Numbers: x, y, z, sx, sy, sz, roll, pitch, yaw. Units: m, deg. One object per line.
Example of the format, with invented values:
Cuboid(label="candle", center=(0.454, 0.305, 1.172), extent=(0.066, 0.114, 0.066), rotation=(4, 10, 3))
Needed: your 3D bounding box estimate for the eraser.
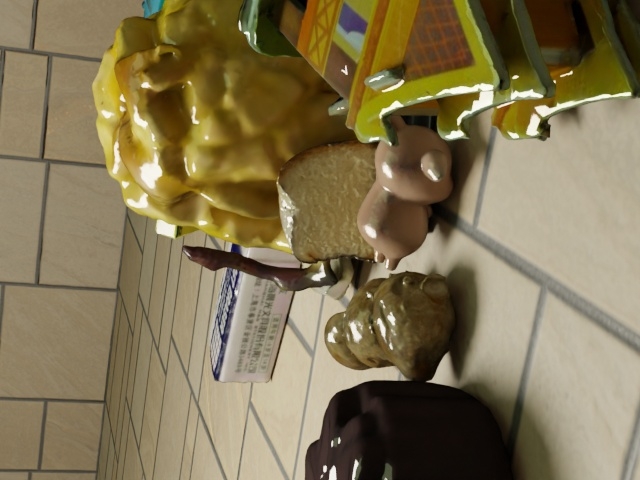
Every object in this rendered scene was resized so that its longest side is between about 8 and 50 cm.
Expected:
Cuboid(label="eraser", center=(-0.093, 0.057, 1.509), extent=(0.130, 0.086, 0.287), rotation=(-110, 30, -55))

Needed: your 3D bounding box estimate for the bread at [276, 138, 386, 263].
Cuboid(label="bread", center=(0.021, -0.039, 1.050), extent=(0.044, 0.129, 0.126), rotation=(-126, 31, -74))

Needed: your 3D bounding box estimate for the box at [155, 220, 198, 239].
Cuboid(label="box", center=(-0.132, -0.107, 1.483), extent=(0.279, 0.041, 0.153), rotation=(-28, -47, -62))

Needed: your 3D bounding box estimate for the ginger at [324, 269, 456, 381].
Cuboid(label="ginger", center=(0.062, 0.084, 1.017), extent=(0.204, 0.080, 0.104), rotation=(160, 108, -69))

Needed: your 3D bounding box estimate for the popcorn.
Cuboid(label="popcorn", center=(-0.077, -0.121, 1.179), extent=(0.349, 0.349, 0.381), rotation=(157, 95, -71))

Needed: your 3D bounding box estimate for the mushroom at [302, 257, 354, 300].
Cuboid(label="mushroom", center=(0.000, 0.000, 1.268), extent=(0.084, 0.071, 0.209), rotation=(-41, 38, 15))

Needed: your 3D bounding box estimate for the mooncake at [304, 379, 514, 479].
Cuboid(label="mooncake", center=(0.056, 0.256, 0.897), extent=(0.283, 0.141, 0.283), rotation=(-173, 90, -75))

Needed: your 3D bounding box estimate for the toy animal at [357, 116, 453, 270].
Cuboid(label="toy animal", center=(0.078, -0.043, 0.985), extent=(0.089, 0.083, 0.150), rotation=(-52, -25, -64))

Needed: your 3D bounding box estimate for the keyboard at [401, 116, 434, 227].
Cuboid(label="keyboard", center=(0.093, -0.192, 1.078), extent=(0.103, 0.041, 0.381), rotation=(171, 96, -72))

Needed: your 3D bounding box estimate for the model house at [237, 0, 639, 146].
Cuboid(label="model house", center=(0.136, -0.229, 0.738), extent=(0.313, 0.242, 0.357), rotation=(49, 133, 44))

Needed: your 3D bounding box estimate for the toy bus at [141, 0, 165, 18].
Cuboid(label="toy bus", center=(-0.184, -0.435, 1.755), extent=(0.343, 0.199, 0.183), rotation=(121, 148, -58))
